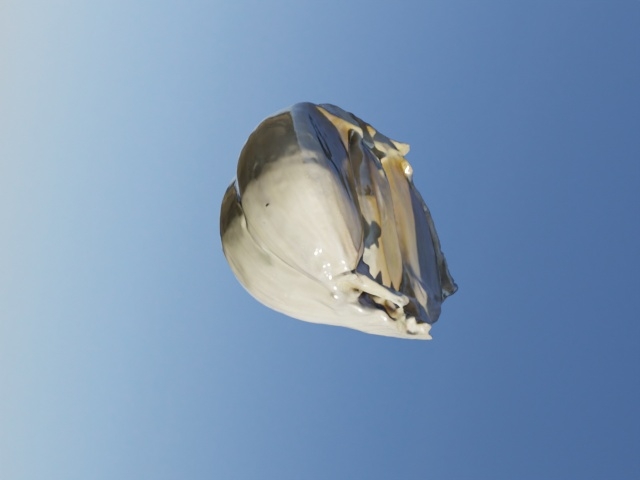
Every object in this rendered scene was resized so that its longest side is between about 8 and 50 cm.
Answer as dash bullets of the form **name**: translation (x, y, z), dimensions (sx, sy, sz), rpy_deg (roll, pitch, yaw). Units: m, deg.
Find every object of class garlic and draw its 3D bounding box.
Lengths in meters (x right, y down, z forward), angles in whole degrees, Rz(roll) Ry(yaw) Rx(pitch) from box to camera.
- **garlic**: translation (0.000, 0.000, 0.879), dimensions (0.143, 0.229, 0.178), rpy_deg (-21, -123, 19)
